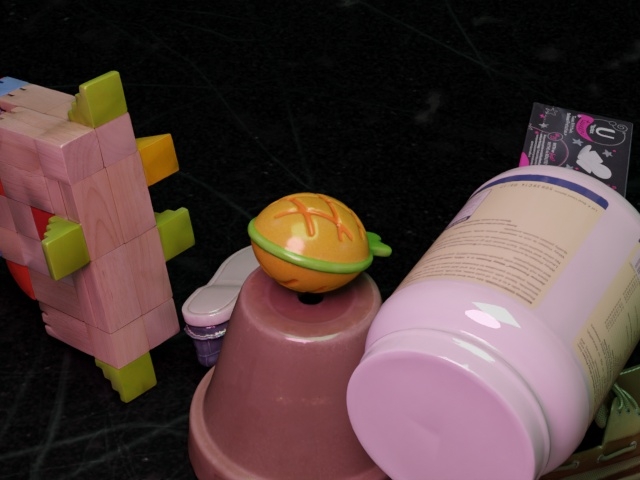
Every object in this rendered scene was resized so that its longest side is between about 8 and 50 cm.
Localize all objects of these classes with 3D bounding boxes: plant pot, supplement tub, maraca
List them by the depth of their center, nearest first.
[{"bbox_3d":[0.190,0.095,1.464,0.235,0.235,0.325,21,43,22],"label":"supplement tub"},{"bbox_3d":[0.000,0.000,1.490,0.127,0.099,0.186,30,20,23],"label":"maraca"},{"bbox_3d":[-0.018,0.145,1.564,0.263,0.229,0.263,1,39,-1],"label":"plant pot"}]

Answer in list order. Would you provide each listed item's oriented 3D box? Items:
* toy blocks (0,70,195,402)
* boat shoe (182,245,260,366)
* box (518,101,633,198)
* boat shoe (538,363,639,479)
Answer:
[{"bbox_3d":[-0.310,-0.027,1.695,0.261,0.381,0.191,18,39,42],"label":"toy blocks"},{"bbox_3d":[-0.083,0.072,1.765,0.095,0.079,0.254,2,23,22],"label":"boat shoe"},{"bbox_3d":[0.316,-0.037,1.869,0.142,0.163,0.247,13,40,7],"label":"box"},{"bbox_3d":[0.301,0.209,1.589,0.324,0.120,0.122,-26,47,-32],"label":"boat shoe"}]
